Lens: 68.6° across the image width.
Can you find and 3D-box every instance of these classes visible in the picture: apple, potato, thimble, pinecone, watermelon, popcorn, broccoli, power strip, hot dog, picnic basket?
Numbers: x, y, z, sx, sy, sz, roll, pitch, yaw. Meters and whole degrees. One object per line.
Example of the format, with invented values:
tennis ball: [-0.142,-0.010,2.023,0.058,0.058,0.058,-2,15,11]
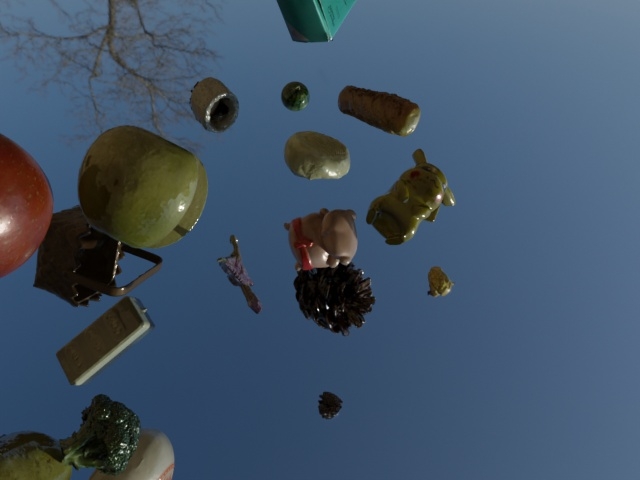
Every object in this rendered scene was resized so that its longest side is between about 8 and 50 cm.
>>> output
apple: [-0.712,-0.079,0.918,0.348,0.348,0.277,16,-111,17]
potato: [-0.570,0.441,0.797,0.173,0.307,0.210,42,-96,13]
thimble: [-0.268,-0.341,1.183,0.090,0.115,0.102,48,-159,30]
pinecone: [0.027,0.500,1.416,0.077,0.083,0.077,12,-166,-3]
watermelon: [-0.083,-0.490,1.583,0.108,0.109,0.109,1,-140,0]
popcorn: [0.314,0.121,1.271,0.084,0.084,0.084,1,-140,0]
broccoli: [-0.411,0.374,0.886,0.137,0.162,0.146,-12,-119,-33]
pinecone: [0.048,0.180,1.601,0.295,0.242,0.298,23,-174,29]
apple: [-0.400,-0.117,1.073,0.291,0.292,0.254,26,-91,26]
power strip: [-0.550,0.253,1.207,0.256,0.070,0.105,-39,-108,-1]
hot dog: [0.116,-0.291,1.036,0.061,0.088,0.286,2,-162,-28]
picnic basket: [-0.687,0.056,1.455,0.320,0.291,0.254,21,-159,7]

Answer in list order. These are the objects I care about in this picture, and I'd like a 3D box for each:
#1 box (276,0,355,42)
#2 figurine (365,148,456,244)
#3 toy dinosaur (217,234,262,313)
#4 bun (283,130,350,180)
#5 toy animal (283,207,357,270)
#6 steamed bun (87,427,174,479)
box: [0.005,-0.651,1.117,0.118,0.205,0.311,8,-121,30]
figurine: [0.290,-0.122,1.452,0.326,0.169,0.218,-43,-85,-13]
toy dinosaur: [-0.220,0.067,1.204,0.072,0.251,0.200,-21,-137,-12]
bun: [-0.011,-0.215,1.244,0.164,0.111,0.188,40,-145,26]
toy animal: [0.000,0.000,1.256,0.197,0.171,0.171,-11,-150,36]
steamed bun: [-0.434,0.569,1.102,0.145,0.232,0.232,34,-132,12]
